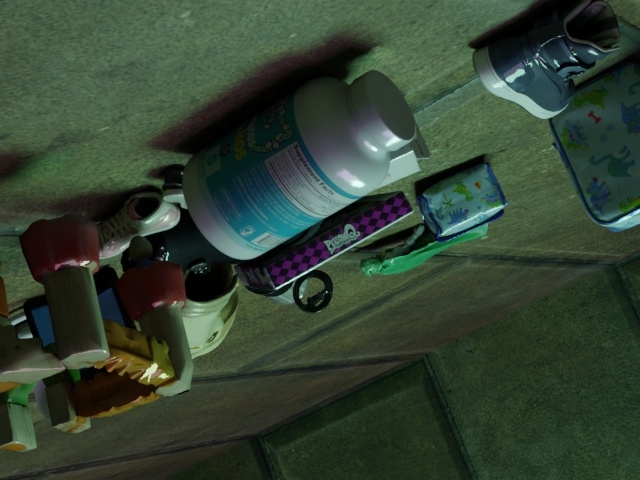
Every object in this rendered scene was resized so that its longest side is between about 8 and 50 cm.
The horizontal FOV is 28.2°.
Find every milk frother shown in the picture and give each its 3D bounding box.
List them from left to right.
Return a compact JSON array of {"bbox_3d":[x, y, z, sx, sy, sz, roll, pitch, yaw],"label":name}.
[{"bbox_3d":[-0.043,0.071,2.057,0.129,0.143,0.135,-28,165,8],"label":"milk frother"}]

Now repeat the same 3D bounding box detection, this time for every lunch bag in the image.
[{"bbox_3d":[0.229,-0.061,2.085,0.129,0.096,0.151,-24,180,0],"label":"lunch bag"},{"bbox_3d":[0.438,-0.133,1.849,0.176,0.219,0.090,-31,157,26],"label":"lunch bag"}]

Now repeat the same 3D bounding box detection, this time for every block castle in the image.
[{"bbox_3d":[-0.405,0.122,1.506,0.453,0.212,0.303,-21,159,14],"label":"block castle"}]

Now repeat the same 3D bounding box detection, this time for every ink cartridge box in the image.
[{"bbox_3d":[0.057,-0.119,1.607,0.143,0.092,0.090,-24,165,5],"label":"ink cartridge box"}]

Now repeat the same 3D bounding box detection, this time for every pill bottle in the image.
[{"bbox_3d":[-0.022,-0.093,1.475,0.264,0.146,0.146,-29,164,28],"label":"pill bottle"}]

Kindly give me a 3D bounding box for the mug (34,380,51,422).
[{"bbox_3d":[-0.423,0.248,2.291,0.169,0.150,0.113,-12,127,-49],"label":"mug"}]

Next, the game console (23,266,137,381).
[{"bbox_3d":[-0.338,0.125,1.820,0.124,0.144,0.085,-31,164,33],"label":"game console"}]

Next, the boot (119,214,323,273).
[{"bbox_3d":[-0.135,-0.010,1.715,0.207,0.094,0.246,-14,170,-42],"label":"boot"}]

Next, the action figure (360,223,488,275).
[{"bbox_3d":[0.178,0.013,2.322,0.232,0.063,0.137,-21,168,-18],"label":"action figure"}]

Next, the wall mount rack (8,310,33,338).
[{"bbox_3d":[-0.448,0.214,2.018,0.304,0.130,0.350,-21,165,-1],"label":"wall mount rack"}]

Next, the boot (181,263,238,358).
[{"bbox_3d":[-0.180,0.092,2.014,0.262,0.095,0.203,-38,164,-52],"label":"boot"}]

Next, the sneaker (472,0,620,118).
[{"bbox_3d":[0.312,-0.227,1.590,0.163,0.086,0.226,-27,164,29],"label":"sneaker"}]

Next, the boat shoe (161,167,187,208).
[{"bbox_3d":[-0.164,-0.063,1.601,0.046,0.038,0.125,-6,170,20],"label":"boat shoe"}]

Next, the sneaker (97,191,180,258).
[{"bbox_3d":[-0.248,-0.023,1.606,0.134,0.051,0.070,-23,161,3],"label":"sneaker"}]

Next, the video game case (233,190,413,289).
[{"bbox_3d":[0.000,0.000,1.860,0.232,0.041,0.210,-29,-174,-13],"label":"video game case"}]
